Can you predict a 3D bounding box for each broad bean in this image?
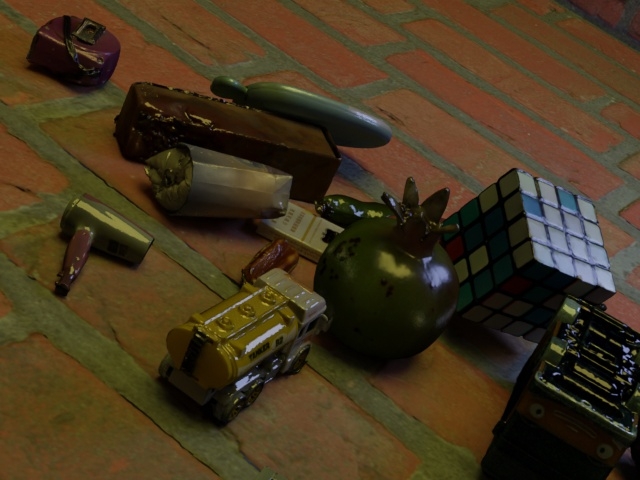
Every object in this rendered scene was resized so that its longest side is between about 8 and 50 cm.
[{"bbox_3d":[0.096,-0.028,1.744,0.254,0.046,0.065,14,14,-25],"label":"broad bean"}]

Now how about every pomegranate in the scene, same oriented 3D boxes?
[{"bbox_3d":[0.091,0.034,1.451,0.181,0.224,0.181,17,37,-14],"label":"pomegranate"}]

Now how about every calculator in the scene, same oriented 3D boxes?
[{"bbox_3d":[-0.031,-0.190,1.829,0.295,0.042,0.184,15,-9,-22],"label":"calculator"}]

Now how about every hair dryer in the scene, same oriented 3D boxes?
[{"bbox_3d":[-0.266,0.017,1.380,0.106,0.054,0.154,31,38,-1],"label":"hair dryer"}]

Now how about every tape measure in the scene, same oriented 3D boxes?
[{"bbox_3d":[-0.355,-0.277,1.762,0.118,0.074,0.125,23,30,-8],"label":"tape measure"}]

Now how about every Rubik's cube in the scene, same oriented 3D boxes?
[{"bbox_3d":[0.271,0.023,1.588,0.155,0.151,0.154,20,49,-32],"label":"Rubik's cube"}]

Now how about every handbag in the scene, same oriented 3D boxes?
[{"bbox_3d":[-0.138,-0.070,1.574,0.173,0.095,0.117,10,-1,-29],"label":"handbag"}]

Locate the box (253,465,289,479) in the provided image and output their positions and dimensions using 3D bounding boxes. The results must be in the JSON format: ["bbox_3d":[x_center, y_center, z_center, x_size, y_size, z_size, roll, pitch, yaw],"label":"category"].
[{"bbox_3d":[-0.016,0.335,0.956,0.225,0.117,0.225,31,29,9],"label":"box"}]

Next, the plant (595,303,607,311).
[{"bbox_3d":[0.331,0.076,1.731,0.174,0.085,0.087,10,26,-14],"label":"plant"}]

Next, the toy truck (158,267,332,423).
[{"bbox_3d":[-0.078,0.105,1.298,0.098,0.114,0.227,34,29,16],"label":"toy truck"}]

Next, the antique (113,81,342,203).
[{"bbox_3d":[-0.130,-0.137,1.702,0.310,0.087,0.093,12,32,-26],"label":"antique"}]

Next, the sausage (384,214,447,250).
[{"bbox_3d":[0.234,0.015,1.741,0.433,0.088,0.088,4,35,-39],"label":"sausage"}]

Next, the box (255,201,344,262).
[{"bbox_3d":[0.000,0.000,1.641,0.167,0.024,0.090,27,28,1],"label":"box"}]

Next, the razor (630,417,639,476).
[{"bbox_3d":[0.483,0.325,1.400,0.189,0.107,0.327,15,31,-21],"label":"razor"}]

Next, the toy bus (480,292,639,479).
[{"bbox_3d":[0.293,0.190,1.416,0.138,0.167,0.275,30,23,7],"label":"toy bus"}]

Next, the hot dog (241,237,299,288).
[{"bbox_3d":[-0.066,0.035,1.520,0.049,0.037,0.122,42,35,6],"label":"hot dog"}]
